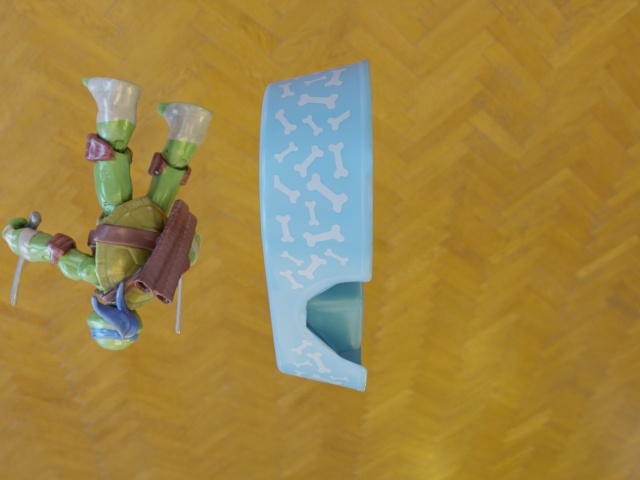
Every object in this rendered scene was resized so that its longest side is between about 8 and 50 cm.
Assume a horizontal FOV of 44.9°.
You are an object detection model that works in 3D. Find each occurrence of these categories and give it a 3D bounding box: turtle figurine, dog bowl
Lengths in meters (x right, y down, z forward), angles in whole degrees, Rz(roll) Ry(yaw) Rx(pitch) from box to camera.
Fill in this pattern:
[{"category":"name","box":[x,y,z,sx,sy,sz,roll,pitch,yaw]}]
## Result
[{"category":"turtle figurine","box":[-0.226,-0.026,0.841,0.198,0.266,0.275,12,177,-7]},{"category":"dog bowl","box":[0.000,0.000,0.600,0.074,0.165,0.297,-1,140,2]}]
